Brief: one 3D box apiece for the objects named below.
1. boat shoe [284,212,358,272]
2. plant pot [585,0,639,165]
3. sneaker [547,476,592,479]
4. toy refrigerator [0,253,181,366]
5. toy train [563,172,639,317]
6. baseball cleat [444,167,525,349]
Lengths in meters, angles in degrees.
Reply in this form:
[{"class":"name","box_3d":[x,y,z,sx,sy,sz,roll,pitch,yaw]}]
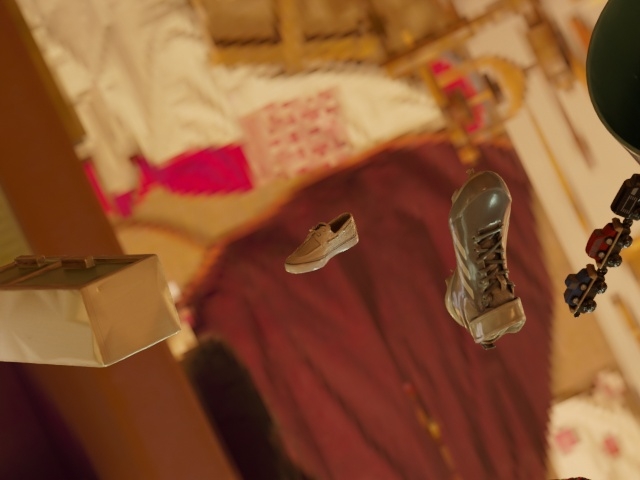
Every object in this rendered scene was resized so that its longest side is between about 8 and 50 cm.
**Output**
[{"class":"boat shoe","box_3d":[0.000,0.000,1.871,0.035,0.035,0.100,11,-151,40]},{"class":"plant pot","box_3d":[0.442,-0.139,1.956,0.293,0.293,0.235,-25,142,15]},{"class":"sneaker","box_3d":[0.218,0.392,2.049,0.112,0.121,0.299,-16,-137,62]},{"class":"toy refrigerator","box_3d":[-0.270,0.067,2.043,0.102,0.094,0.269,-25,-166,-35]},{"class":"toy train","box_3d":[0.265,0.005,1.817,0.027,0.036,0.158,-94,-154,-61]},{"class":"baseball cleat","box_3d":[0.174,0.025,1.957,0.072,0.109,0.206,-23,141,-18]}]
